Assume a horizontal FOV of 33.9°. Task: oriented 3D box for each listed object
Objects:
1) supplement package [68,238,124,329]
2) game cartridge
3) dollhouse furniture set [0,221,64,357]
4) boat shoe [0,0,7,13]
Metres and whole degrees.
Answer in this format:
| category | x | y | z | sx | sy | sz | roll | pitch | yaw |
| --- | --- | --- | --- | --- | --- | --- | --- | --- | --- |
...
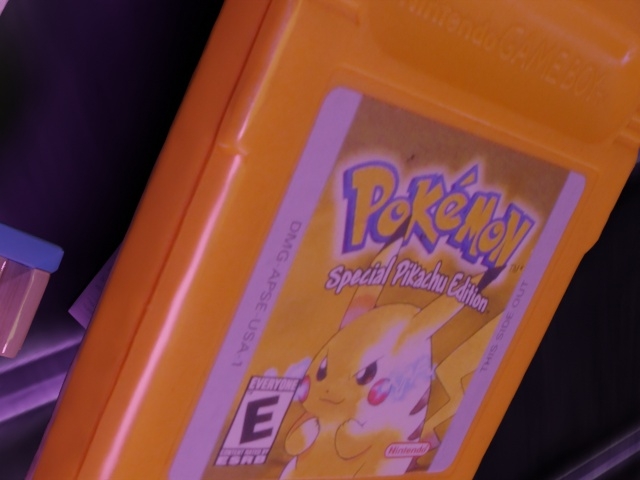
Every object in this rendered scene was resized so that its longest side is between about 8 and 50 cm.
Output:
| category | x | y | z | sx | sy | sz | roll | pitch | yaw |
| --- | --- | --- | --- | --- | --- | --- | --- | --- | --- |
| supplement package | 0.000 | 0.000 | 0.614 | 0.244 | 0.134 | 0.139 | -53 | 138 | -3 |
| game cartridge | 0.038 | 0.004 | 0.509 | 0.285 | 0.053 | 0.323 | 11 | 109 | -47 |
| dollhouse furniture set | -0.284 | 0.080 | 0.346 | 0.303 | 0.198 | 0.286 | 26 | 82 | -53 |
| boat shoe | -0.125 | -0.153 | 0.429 | 0.103 | 0.113 | 0.302 | 13 | 104 | -39 |
